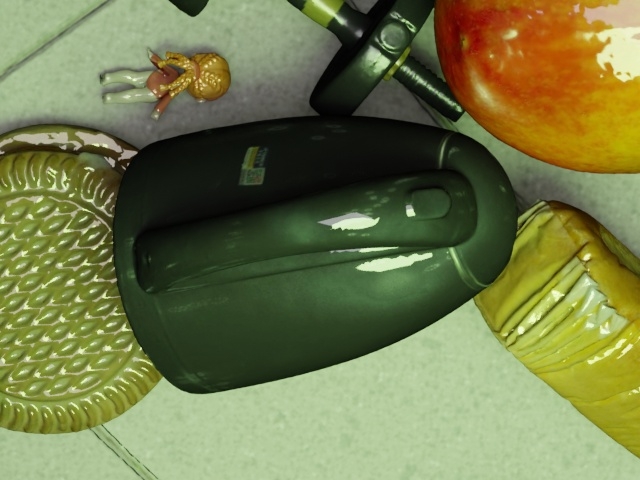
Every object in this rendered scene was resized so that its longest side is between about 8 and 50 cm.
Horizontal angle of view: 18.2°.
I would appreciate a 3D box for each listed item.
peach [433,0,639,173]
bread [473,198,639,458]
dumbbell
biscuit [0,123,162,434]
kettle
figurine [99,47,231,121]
[{"bbox_3d":[0.237,-0.175,1.520,0.308,0.289,0.289,-43,100,-14],"label":"peach"},{"bbox_3d":[0.244,0.086,1.605,0.119,0.152,0.288,-41,128,15],"label":"bread"},{"bbox_3d":[-0.014,-0.199,1.584,0.325,0.143,0.143,36,98,-9],"label":"dumbbell"},{"bbox_3d":[-0.222,0.032,1.654,0.259,0.079,0.259,0,101,0],"label":"biscuit"},{"bbox_3d":[0.000,0.000,1.514,0.290,0.268,0.207,-10,87,25],"label":"kettle"},{"bbox_3d":[-0.128,-0.130,1.645,0.109,0.047,0.064,-6,78,5],"label":"figurine"}]
